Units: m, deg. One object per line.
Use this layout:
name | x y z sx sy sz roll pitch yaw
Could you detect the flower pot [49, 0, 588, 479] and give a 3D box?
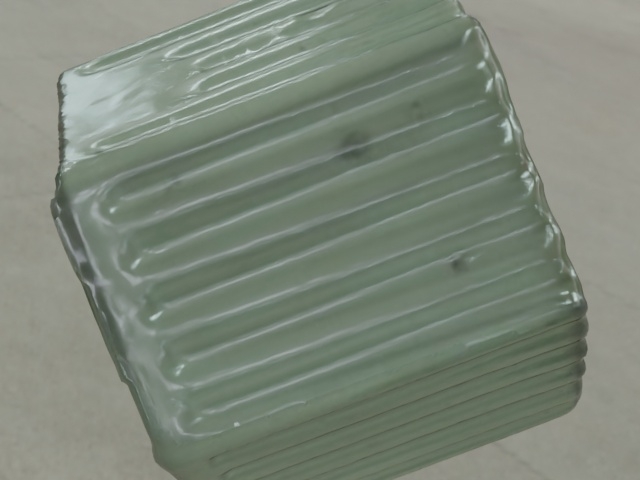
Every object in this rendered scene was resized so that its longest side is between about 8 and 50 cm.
flower pot | 0.000 0.000 0.606 0.189 0.209 0.239 -22 29 -1
